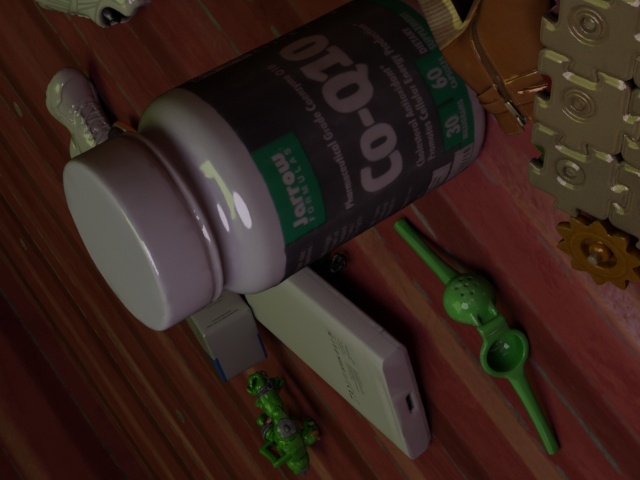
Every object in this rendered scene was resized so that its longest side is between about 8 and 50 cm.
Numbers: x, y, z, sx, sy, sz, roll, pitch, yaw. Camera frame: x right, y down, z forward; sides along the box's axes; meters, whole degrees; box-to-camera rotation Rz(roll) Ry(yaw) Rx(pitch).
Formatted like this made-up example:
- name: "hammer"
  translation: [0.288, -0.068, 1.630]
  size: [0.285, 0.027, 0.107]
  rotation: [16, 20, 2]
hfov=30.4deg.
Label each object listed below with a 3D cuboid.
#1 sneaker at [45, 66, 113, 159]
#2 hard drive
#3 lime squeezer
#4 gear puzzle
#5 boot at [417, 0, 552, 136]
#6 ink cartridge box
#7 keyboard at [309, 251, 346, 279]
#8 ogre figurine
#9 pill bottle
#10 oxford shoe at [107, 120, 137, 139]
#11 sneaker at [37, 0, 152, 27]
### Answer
- name: "sneaker"
  translation: [-0.379, -0.191, 1.975]
  size: [0.115, 0.090, 0.232]
  rotation: [32, 154, 35]
- name: "hard drive"
  translation: [0.002, 0.122, 1.589]
  size: [0.353, 0.047, 0.233]
  rotation: [38, 158, 38]
- name: "lime squeezer"
  translation: [0.172, 0.101, 1.267]
  size: [0.310, 0.058, 0.110]
  rotation: [55, 155, 7]
- name: "gear puzzle"
  translation: [0.250, -0.070, 0.936]
  size: [0.175, 0.044, 0.339]
  rotation: [29, 149, 26]
- name: "boot"
  translation: [0.176, -0.166, 0.953]
  size: [0.152, 0.073, 0.197]
  rotation: [56, 156, -12]
- name: "ink cartridge box"
  translation: [-0.176, 0.096, 1.837]
  size: [0.203, 0.086, 0.148]
  rotation: [51, 167, 35]
- name: "keyboard"
  translation: [0.000, 0.000, 1.525]
  size: [0.108, 0.023, 0.180]
  rotation: [58, 157, 17]
- name: "ogre figurine"
  translation: [-0.062, 0.308, 1.908]
  size: [0.118, 0.096, 0.197]
  rotation: [53, 146, 42]
- name: "pill bottle"
  translation: [-0.040, -0.076, 1.097]
  size: [0.204, 0.361, 0.204]
  rotation: [43, 152, 31]
- name: "oxford shoe"
  translation: [-0.286, -0.062, 1.905]
  size: [0.097, 0.098, 0.271]
  rotation: [-6, 113, 64]
- name: "sneaker"
  translation: [-0.325, -0.350, 1.659]
  size: [0.118, 0.110, 0.292]
  rotation: [57, 158, -17]
